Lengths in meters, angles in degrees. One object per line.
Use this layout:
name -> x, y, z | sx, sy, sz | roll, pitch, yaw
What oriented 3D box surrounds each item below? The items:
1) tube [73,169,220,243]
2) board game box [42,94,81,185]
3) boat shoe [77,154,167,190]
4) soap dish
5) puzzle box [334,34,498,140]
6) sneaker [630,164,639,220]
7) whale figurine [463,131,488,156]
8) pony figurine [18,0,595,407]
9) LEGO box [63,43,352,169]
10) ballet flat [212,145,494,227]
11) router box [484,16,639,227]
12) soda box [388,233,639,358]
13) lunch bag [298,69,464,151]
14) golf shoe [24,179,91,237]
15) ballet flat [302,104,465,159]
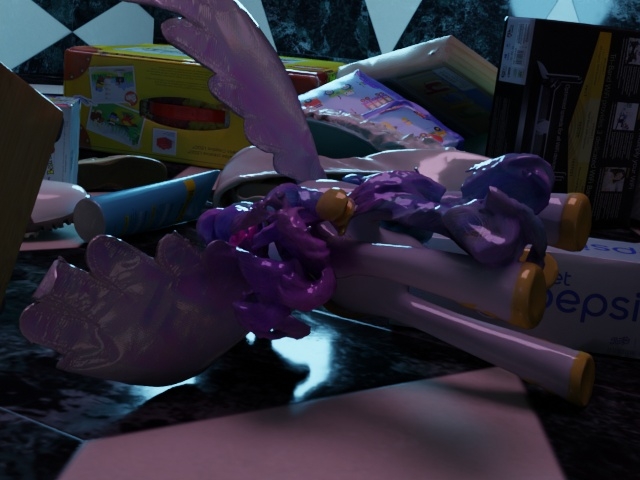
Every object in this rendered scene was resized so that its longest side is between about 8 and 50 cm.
tube -> -0.204, -0.041, 1.075 | 0.052, 0.080, 0.207 | 46, 32, 17
board game box -> -0.457, -0.121, 1.134 | 0.276, 0.144, 0.142 | 4, 13, -11
boat shoe -> -0.307, -0.102, 1.316 | 0.153, 0.056, 0.048 | -7, 21, -19
soap dish -> -0.345, -0.057, 0.769 | 0.118, 0.228, 0.291 | 16, 3, -41
puzzle box -> 0.257, -0.226, 1.596 | 0.409, 0.052, 0.272 | 25, -18, -36
sneaker -> 0.576, -0.080, 1.415 | 0.150, 0.135, 0.366 | -5, 17, -28
whale figurine -> 0.293, -0.140, 1.529 | 0.272, 0.141, 0.216 | 16, 17, 33
pony figurine -> 0.000, 0.000, 0.651 | 0.364, 0.302, 0.351 | 9, -19, 30
LEGO box -> -0.188, -0.268, 1.751 | 0.501, 0.193, 0.372 | 9, 16, 17
ballet flat -> 0.044, -0.040, 1.093 | 0.401, 0.139, 0.139 | 7, 12, 23
router box -> 0.381, -0.175, 1.354 | 0.243, 0.308, 0.081 | 1, 15, -23
soda box -> 0.212, 0.043, 0.829 | 0.287, 0.091, 0.098 | 8, 13, 8
lunch bag -> 0.063, -0.134, 1.387 | 0.221, 0.138, 0.293 | -27, 38, -24
golf shoe -> -0.391, -0.066, 0.992 | 0.273, 0.120, 0.105 | 2, 12, -23
ballet flat -> 0.110, -0.085, 1.201 | 0.409, 0.146, 0.147 | 21, 17, 14
